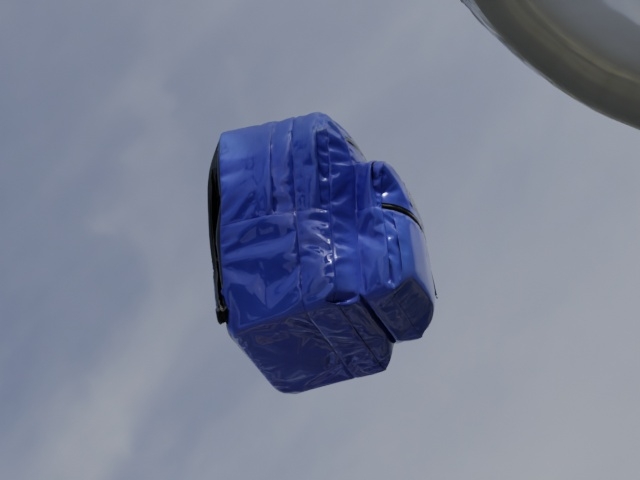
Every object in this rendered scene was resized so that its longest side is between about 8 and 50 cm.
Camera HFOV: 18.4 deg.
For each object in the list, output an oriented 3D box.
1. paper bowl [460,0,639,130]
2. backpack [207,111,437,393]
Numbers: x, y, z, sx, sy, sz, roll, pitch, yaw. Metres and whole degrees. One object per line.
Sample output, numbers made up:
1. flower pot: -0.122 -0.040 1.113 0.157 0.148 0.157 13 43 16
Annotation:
1. paper bowl: 0.166 -0.172 0.715 0.284 0.148 0.284 -3 -70 -8
2. backpack: 0.000 0.000 0.960 0.101 0.120 0.098 -14 -30 6
